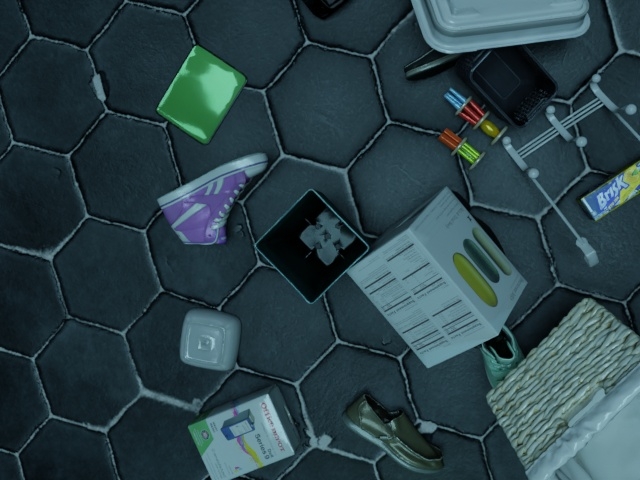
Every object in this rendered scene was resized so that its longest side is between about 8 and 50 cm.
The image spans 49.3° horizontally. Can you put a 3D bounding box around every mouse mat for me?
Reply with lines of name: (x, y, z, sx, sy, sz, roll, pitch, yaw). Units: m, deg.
mouse mat: (-0.274, -0.334, 1.596, 0.152, 0.007, 0.189, 35, 98, 4)

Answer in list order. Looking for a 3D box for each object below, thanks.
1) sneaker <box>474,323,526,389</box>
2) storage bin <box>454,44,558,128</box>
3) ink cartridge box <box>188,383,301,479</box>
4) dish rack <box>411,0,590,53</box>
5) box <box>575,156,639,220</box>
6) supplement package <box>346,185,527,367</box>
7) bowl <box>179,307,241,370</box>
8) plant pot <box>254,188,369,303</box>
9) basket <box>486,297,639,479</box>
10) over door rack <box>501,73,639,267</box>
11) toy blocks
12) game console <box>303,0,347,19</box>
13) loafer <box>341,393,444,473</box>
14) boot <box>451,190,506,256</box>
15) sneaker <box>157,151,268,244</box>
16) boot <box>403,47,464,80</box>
sneaker: (0.393, 0.271, 1.475, 0.094, 0.151, 0.256, -28, 91, 10)
storage bin: (0.378, -0.330, 1.420, 0.180, 0.084, 0.122, 38, 101, -24)
ink cartridge box: (-0.173, 0.446, 1.609, 0.212, 0.093, 0.154, -23, 91, 8)
dish rack: (0.344, -0.506, 1.358, 0.333, 0.072, 0.285, -8, 62, -6)
box: (0.625, -0.111, 1.453, 0.169, 0.054, 0.059, -35, 89, 10)
supplement package: (0.238, 0.074, 1.414, 0.262, 0.199, 0.198, 50, 133, -2)
bowl: (-0.263, 0.234, 1.624, 0.142, 0.053, 0.142, 10, 96, 9)
plant pot: (0.000, 0.000, 1.469, 0.166, 0.234, 0.165, -45, 88, 11)
basket: (0.553, 0.347, 1.343, 0.331, 0.266, 0.328, 38, 101, -26)
over door rack: (0.549, -0.150, 1.394, 0.239, 0.108, 0.324, -34, 70, 11)
toy blocks: (0.304, -0.242, 1.491, 0.148, 0.054, 0.123, 41, 99, 3)
game console: (0.075, -0.664, 1.487, 0.361, 0.044, 0.213, -38, 97, 6)
loafer: (0.171, 0.429, 1.553, 0.251, 0.094, 0.087, 29, 103, 5)
boot: (0.311, 0.000, 1.517, 0.106, 0.082, 0.219, -33, 101, 36)
sneaker: (-0.214, -0.084, 1.570, 0.282, 0.102, 0.161, -25, 94, 21)
boot: (0.254, -0.458, 1.465, 0.236, 0.085, 0.178, -27, 89, 4)
